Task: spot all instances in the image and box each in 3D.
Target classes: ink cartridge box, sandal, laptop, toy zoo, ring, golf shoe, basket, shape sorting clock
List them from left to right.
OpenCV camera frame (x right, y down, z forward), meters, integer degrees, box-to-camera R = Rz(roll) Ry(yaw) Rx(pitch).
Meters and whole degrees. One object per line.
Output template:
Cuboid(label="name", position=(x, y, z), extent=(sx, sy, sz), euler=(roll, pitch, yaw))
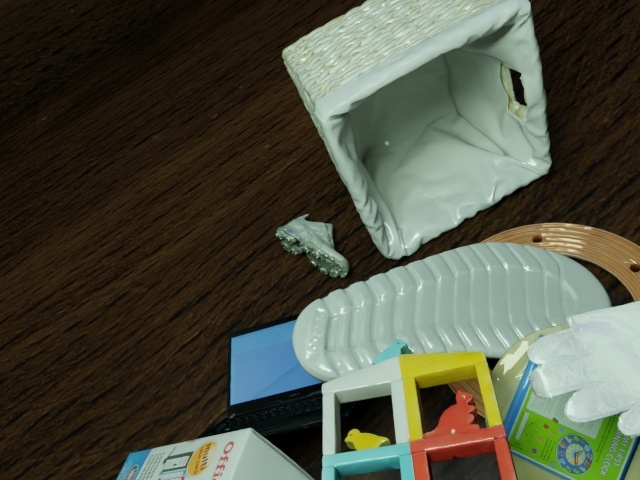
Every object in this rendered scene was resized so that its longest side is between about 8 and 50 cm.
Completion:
Cuboid(label="ink cartridge box", position=(-0.131, 0.345, 0.649), extent=(0.233, 0.168, 0.171), euler=(-24, 30, 34))
Cuboid(label="laptop", position=(-0.063, 0.188, 0.831), extent=(0.234, 0.264, 0.136), euler=(-18, 84, 12))
Cuboid(label="golf shoe", position=(0.000, 0.000, 1.009), extent=(0.086, 0.069, 0.176), euler=(-41, 48, -19))
Cuboid(label="basket", position=(0.153, -0.211, 0.937), extent=(0.331, 0.328, 0.266), euler=(-30, 42, 0))
Cuboid(label="toy zoo", position=(0.095, 0.221, 0.578), extent=(0.192, 0.030, 0.293), euler=(-14, 40, 14))
Cuboid(label="sandal", position=(0.170, 0.102, 0.770), extent=(0.416, 0.102, 0.169), euler=(-8, 59, 0))
Cuboid(label="ring", position=(0.319, 0.114, 0.787), extent=(0.337, 0.032, 0.336), euler=(-14, 48, 16))
Cuboid(label="shape sorting clock", position=(0.297, 0.202, 0.660), extent=(0.206, 0.040, 0.206), euler=(-2, 82, 15))

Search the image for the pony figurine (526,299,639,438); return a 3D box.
Cuboid(label="pony figurine", position=(0.396, 0.178, 0.467), extent=(0.351, 0.363, 0.303), euler=(-24, 47, 6))
